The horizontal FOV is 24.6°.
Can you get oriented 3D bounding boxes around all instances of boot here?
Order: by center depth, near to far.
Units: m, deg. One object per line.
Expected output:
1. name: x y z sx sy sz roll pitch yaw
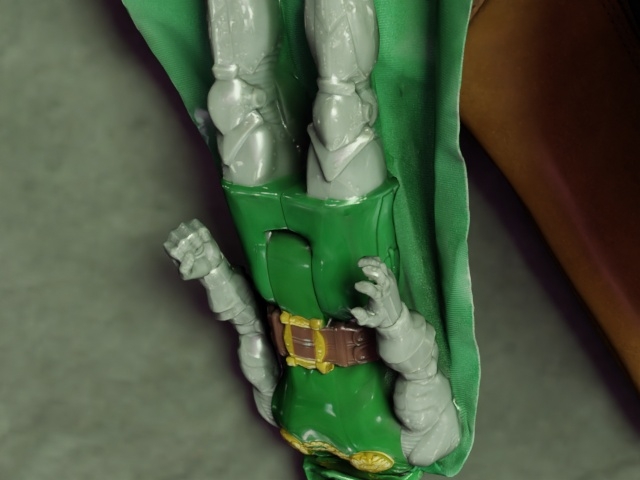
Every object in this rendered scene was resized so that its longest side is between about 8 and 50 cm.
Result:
1. boot: 0.132 -0.113 0.455 0.264 0.096 0.280 -44 100 -7

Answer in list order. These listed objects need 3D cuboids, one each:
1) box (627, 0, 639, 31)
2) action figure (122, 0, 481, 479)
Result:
1. box: 0.172 -0.110 0.401 0.180 0.077 0.147 -31 111 -11
2. action figure: 0.000 0.000 0.439 0.137 0.063 0.232 11 125 36
